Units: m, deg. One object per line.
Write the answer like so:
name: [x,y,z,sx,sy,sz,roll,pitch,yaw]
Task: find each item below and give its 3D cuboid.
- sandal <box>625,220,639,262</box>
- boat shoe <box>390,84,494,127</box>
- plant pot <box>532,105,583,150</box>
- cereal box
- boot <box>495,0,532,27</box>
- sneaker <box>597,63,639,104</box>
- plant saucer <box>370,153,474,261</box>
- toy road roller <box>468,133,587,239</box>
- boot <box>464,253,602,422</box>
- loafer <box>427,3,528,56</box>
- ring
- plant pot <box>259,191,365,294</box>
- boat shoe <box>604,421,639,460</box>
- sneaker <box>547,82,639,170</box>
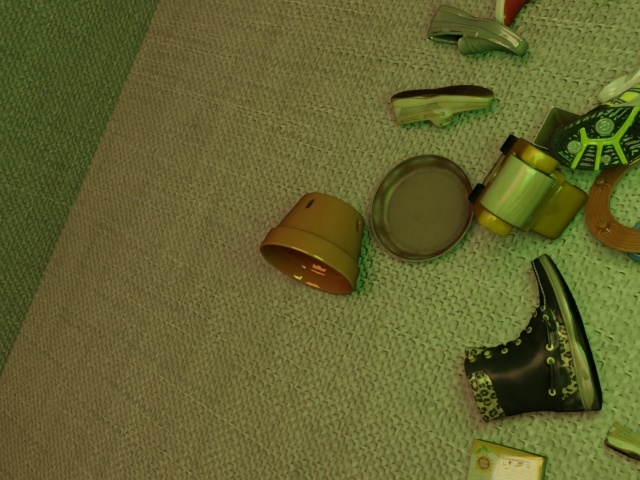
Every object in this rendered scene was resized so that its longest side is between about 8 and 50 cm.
sandal: [0.826,-0.041,1.434,0.317,0.138,0.126,-26,67,25]
boat shoe: [0.346,-0.377,1.851,0.302,0.109,0.098,3,118,32]
plant pot: [0.619,-0.257,1.642,0.109,0.096,0.109,30,94,35]
cereal box: [0.432,0.613,1.550,0.173,0.047,0.240,7,81,33]
boot: [0.593,-0.690,1.785,0.176,0.088,0.244,21,85,32]
sneaker: [0.802,-0.377,1.579,0.232,0.090,0.115,-39,66,27]
plant saucer: [0.288,-0.088,1.829,0.311,0.050,0.310,-9,72,29]
toy road roller: [0.509,-0.104,1.547,0.241,0.329,0.202,31,108,2]
boot: [0.486,0.244,1.571,0.284,0.138,0.377,-21,72,26]
loafer: [0.437,-0.568,1.838,0.319,0.112,0.111,37,102,41]
ring: [0.755,-0.118,1.468,0.337,0.032,0.336,-33,33,25]
plant pot: [0.000,0.000,1.864,0.291,0.291,0.203,12,66,33]
boat shoe: [0.720,0.451,1.410,0.190,0.068,0.072,21,77,34]
sneaker: [0.719,-0.279,1.505,0.385,0.147,0.145,-22,106,22]
